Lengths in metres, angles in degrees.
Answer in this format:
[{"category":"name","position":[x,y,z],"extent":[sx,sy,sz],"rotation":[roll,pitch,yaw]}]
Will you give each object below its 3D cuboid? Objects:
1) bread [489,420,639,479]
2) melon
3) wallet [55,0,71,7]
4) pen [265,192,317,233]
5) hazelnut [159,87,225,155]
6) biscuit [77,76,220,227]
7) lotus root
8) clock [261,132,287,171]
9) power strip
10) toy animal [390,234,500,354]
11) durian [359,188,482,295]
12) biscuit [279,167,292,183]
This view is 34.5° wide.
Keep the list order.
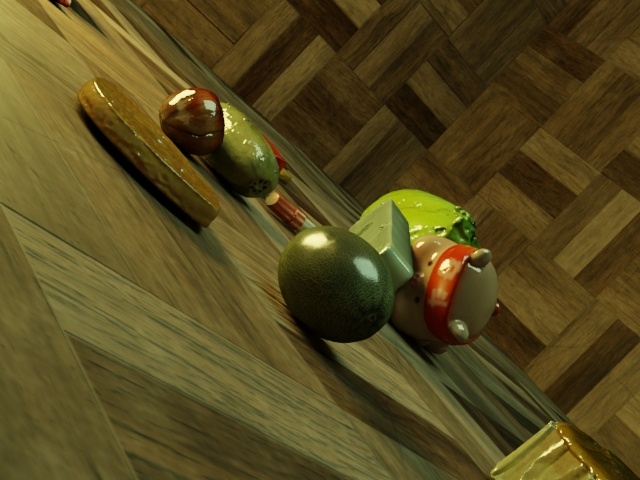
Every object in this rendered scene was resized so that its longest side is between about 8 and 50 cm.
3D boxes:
[{"category":"bread","position":[0.284,0.282,1.007],"extent":[0.210,0.110,0.192],"rotation":[43,6,-13]},{"category":"melon","position":[0.013,0.038,0.933],"extent":[0.098,0.098,0.131],"rotation":[40,7,-40]},{"category":"wallet","position":[-0.431,-0.397,1.416],"extent":[0.196,0.020,0.103],"rotation":[39,6,-45]},{"category":"pen","position":[0.000,0.000,1.514],"extent":[0.239,0.028,0.028],"rotation":[40,7,-41]},{"category":"hazelnut","position":[-0.156,-0.147,1.253],"extent":[0.086,0.086,0.086],"rotation":[43,5,-5]},{"category":"biscuit","position":[-0.162,-0.086,0.949],"extent":[0.221,0.029,0.142],"rotation":[48,5,34]},{"category":"lotus root","position":[-0.116,-0.127,1.330],"extent":[0.183,0.077,0.090],"rotation":[50,-1,39]},{"category":"clock","position":[-0.132,-0.150,1.542],"extent":[0.113,0.061,0.155],"rotation":[46,9,24]},{"category":"power strip","position":[0.084,0.011,1.503],"extent":[0.062,0.091,0.385],"rotation":[50,11,-7]},{"category":"toy animal","position":[0.183,0.083,1.528],"extent":[0.171,0.171,0.198],"rotation":[44,-12,3]},{"category":"durian","position":[0.171,0.022,1.866],"extent":[0.256,0.204,0.339],"rotation":[57,-12,-32]},{"category":"biscuit","position":[-0.126,-0.180,1.957],"extent":[0.240,0.035,0.158],"rotation":[37,11,-51]}]
